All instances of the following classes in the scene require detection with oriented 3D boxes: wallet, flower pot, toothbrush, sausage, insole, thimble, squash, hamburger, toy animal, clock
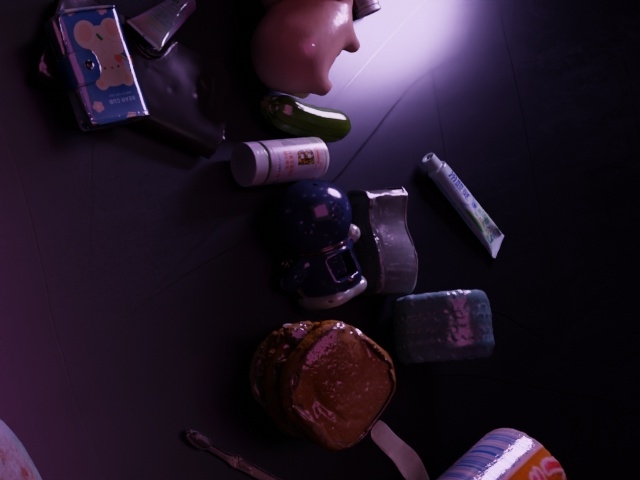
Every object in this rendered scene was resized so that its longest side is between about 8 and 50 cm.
[{"bbox_3d":[-0.376,-0.290,1.669,0.141,0.059,0.202,-22,98,-44],"label":"wallet"},{"bbox_3d":[0.122,0.002,2.033,0.108,0.103,0.229,-2,81,-38],"label":"flower pot"},{"bbox_3d":[-0.129,0.409,1.786,0.294,0.028,0.026,38,59,-32],"label":"toothbrush"},{"bbox_3d":[-0.323,-0.297,1.782,0.378,0.051,0.197,24,66,-34],"label":"wallet"},{"bbox_3d":[0.334,0.542,1.993,0.287,0.233,0.233,-29,98,-41],"label":"sausage"},{"bbox_3d":[0.165,0.440,2.023,0.192,0.010,0.063,50,54,-19],"label":"insole"},{"bbox_3d":[0.260,0.178,2.040,0.235,0.198,0.143,-2,82,-33],"label":"thimble"},{"bbox_3d":[-0.028,-0.242,1.994,0.219,0.068,0.077,14,88,-37],"label":"squash"},{"bbox_3d":[0.010,0.260,1.812,0.261,0.211,0.245,-7,91,-34],"label":"hamburger"},{"bbox_3d":[-0.040,-0.449,1.957,0.269,0.237,0.326,46,57,-35],"label":"toy animal"},{"bbox_3d":[0.000,0.000,1.915,0.200,0.146,0.243,-24,102,-35],"label":"clock"}]

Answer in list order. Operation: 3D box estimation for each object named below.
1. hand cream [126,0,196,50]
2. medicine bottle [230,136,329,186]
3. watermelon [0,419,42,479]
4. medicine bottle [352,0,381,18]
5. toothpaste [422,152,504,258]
[{"bbox_3d":[-0.284,-0.404,1.808,0.076,0.047,0.174,41,37,-9],"label":"hand cream"},{"bbox_3d":[-0.077,-0.153,1.922,0.183,0.086,0.086,-10,86,-40],"label":"medicine bottle"},{"bbox_3d":[-0.517,0.378,1.420,0.175,0.188,0.321,-28,109,5],"label":"watermelon"},{"bbox_3d":[0.090,-0.536,2.166,0.058,0.058,0.091,-27,96,-40],"label":"medicine bottle"},{"bbox_3d":[0.328,-0.084,2.261,0.297,0.048,0.074,48,51,-24],"label":"toothpaste"}]
